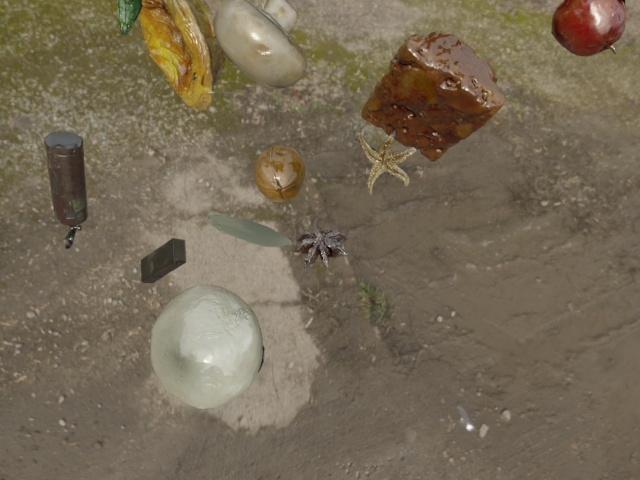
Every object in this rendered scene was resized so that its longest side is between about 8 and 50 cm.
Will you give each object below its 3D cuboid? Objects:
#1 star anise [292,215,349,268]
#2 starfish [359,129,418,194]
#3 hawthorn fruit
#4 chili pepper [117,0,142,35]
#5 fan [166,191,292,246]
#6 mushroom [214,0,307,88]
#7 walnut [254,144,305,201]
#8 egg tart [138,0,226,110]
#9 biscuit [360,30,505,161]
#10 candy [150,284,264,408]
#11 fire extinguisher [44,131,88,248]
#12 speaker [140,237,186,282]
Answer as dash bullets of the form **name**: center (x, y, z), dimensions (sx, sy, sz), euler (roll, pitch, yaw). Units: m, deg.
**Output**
- **star anise**: center (0.000, -0.001, 1.469), dimensions (0.208, 0.089, 0.231), euler (-23, 53, -17)
- **starfish**: center (0.198, -0.247, 1.313), dimensions (0.213, 0.238, 0.057), euler (32, 44, 0)
- **hawthorn fruit**: center (0.604, -0.481, 0.920), dimensions (0.148, 0.148, 0.172), euler (-23, 82, -25)
- **chili pepper**: center (-0.358, -0.493, 0.781), dimensions (0.059, 0.227, 0.088), euler (15, 43, -21)
- **fan**: center (-0.207, -0.046, 0.873), dimensions (0.309, 0.010, 0.182), euler (24, 12, 17)
- **mushroom**: center (-0.122, -0.447, 0.924), dimensions (0.178, 0.226, 0.227), euler (-41, 66, 12)
- **walnut**: center (-0.131, -0.220, 1.336), dimensions (0.167, 0.168, 0.207), euler (6, 42, -8)
- **egg tart**: center (-0.350, -0.525, 1.099), dimensions (0.149, 0.352, 0.352), euler (-30, 67, -26)
- **biscuit**: center (0.343, -0.449, 1.314), dimensions (0.342, 0.395, 0.167), euler (32, 72, -7)
- **candy**: center (-0.262, 0.234, 0.919), dimensions (0.295, 0.296, 0.185), euler (40, 17, 16)
- **fire extinguisher**: center (-0.578, -0.107, 0.948), dimensions (0.072, 0.268, 0.089), euler (7, 37, -17)
- **speaker**: center (-0.503, 0.068, 1.322), dimensions (0.044, 0.218, 0.082), euler (12, 62, -46)
